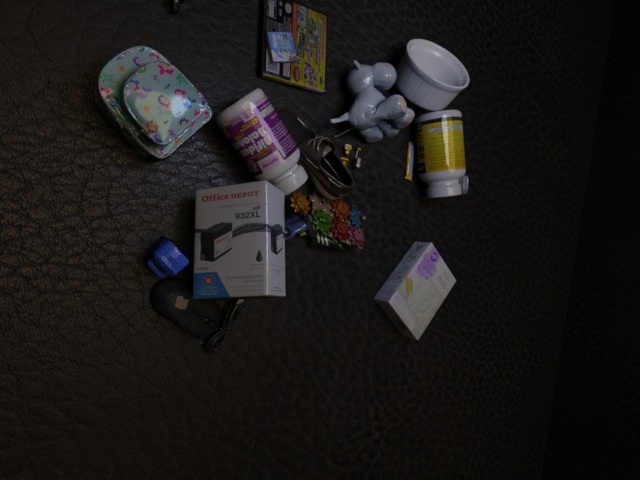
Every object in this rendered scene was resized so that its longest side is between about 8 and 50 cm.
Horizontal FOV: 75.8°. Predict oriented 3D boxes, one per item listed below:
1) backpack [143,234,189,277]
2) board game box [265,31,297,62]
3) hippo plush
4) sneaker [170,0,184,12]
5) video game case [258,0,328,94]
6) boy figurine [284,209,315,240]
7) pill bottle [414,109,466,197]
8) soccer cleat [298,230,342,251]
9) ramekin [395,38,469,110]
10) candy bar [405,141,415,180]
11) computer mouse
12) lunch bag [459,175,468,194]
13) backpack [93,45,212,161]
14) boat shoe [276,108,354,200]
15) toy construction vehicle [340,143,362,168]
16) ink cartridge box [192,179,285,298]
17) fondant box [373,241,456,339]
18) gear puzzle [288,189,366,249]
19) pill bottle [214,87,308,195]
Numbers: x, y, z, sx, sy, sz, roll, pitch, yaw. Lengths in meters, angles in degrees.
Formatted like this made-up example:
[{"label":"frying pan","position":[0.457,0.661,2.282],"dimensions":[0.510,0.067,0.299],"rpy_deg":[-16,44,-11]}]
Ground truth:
[{"label":"backpack","position":[-0.415,0.053,1.114],"dimensions":[0.098,0.120,0.101],"rpy_deg":[49,66,-26]},{"label":"board game box","position":[-0.124,-0.614,1.307],"dimensions":[0.090,0.020,0.090],"rpy_deg":[-18,101,-31]},{"label":"hippo plush","position":[0.177,-0.505,1.485],"dimensions":[0.294,0.234,0.236],"rpy_deg":[-10,77,7]},{"label":"sneaker","position":[-0.373,-0.719,1.158],"dimensions":[0.089,0.051,0.170],"rpy_deg":[0,88,-30]},{"label":"video game case","position":[-0.086,-0.651,1.367],"dimensions":[0.248,0.035,0.274],"rpy_deg":[2,90,-34]},{"label":"boy figurine","position":[-0.160,0.001,1.263],"dimensions":[0.285,0.177,0.092],"rpy_deg":[-26,118,-13]},{"label":"pill bottle","position":[0.491,-0.346,1.678],"dimensions":[0.188,0.188,0.333],"rpy_deg":[-10,97,-34]},{"label":"soccer cleat","position":[0.000,0.000,1.440],"dimensions":[0.179,0.060,0.072],"rpy_deg":[35,85,-25]},{"label":"ramekin","position":[0.419,-0.633,1.589],"dimensions":[0.277,0.135,0.277],"rpy_deg":[13,54,-18]},{"label":"candy bar","position":[0.370,-0.330,1.700],"dimensions":[0.040,0.018,0.161],"rpy_deg":[7,89,-34]},{"label":"computer mouse","position":[-0.356,0.202,1.190],"dimensions":[0.272,0.072,0.188],"rpy_deg":[38,72,-29]},{"label":"lunch bag","position":[0.622,-0.246,1.842],"dimensions":[0.053,0.071,0.083],"rpy_deg":[-3,92,-38]},{"label":"backpack","position":[-0.435,-0.356,1.056],"dimensions":[0.253,0.191,0.225],"rpy_deg":[48,67,-20]},{"label":"boat shoe","position":[-0.010,-0.294,1.355],"dimensions":[0.355,0.130,0.132],"rpy_deg":[47,54,-20]},{"label":"toy construction vehicle","position":[0.109,-0.302,1.517],"dimensions":[0.086,0.035,0.098],"rpy_deg":[7,85,-23]},{"label":"ink cartridge box","position":[-0.223,0.007,1.138],"dimensions":[0.129,0.223,0.307],"rpy_deg":[29,58,-70]},{"label":"fondant box","position":[0.395,0.201,1.689],"dimensions":[0.330,0.096,0.238],"rpy_deg":[-50,117,-24]},{"label":"gear puzzle","position":[0.036,-0.095,1.429],"dimensions":[0.339,0.044,0.175],"rpy_deg":[21,59,-33]},{"label":"pill bottle","position":[-0.167,-0.285,1.242],"dimensions":[0.169,0.169,0.301],"rpy_deg":[-45,114,-25]}]
